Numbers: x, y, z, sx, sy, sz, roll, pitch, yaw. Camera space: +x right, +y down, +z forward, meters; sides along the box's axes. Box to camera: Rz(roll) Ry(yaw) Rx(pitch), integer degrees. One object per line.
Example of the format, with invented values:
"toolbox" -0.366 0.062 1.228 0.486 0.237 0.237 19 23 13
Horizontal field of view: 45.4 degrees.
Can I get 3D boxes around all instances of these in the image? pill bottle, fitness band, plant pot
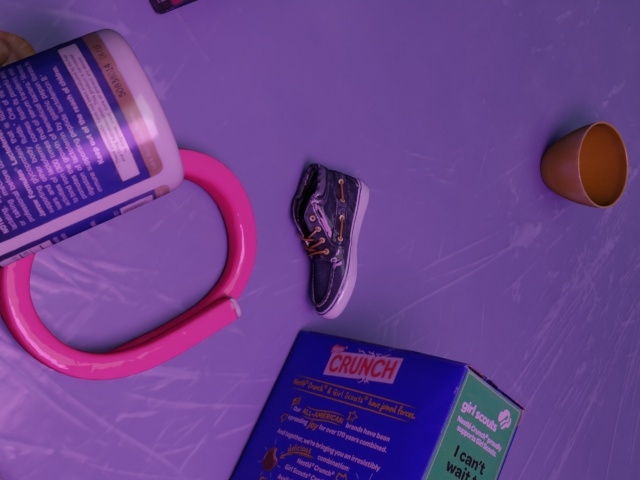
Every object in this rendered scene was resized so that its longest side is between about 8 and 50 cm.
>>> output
"pill bottle" -0.264 -0.062 0.645 0.264 0.153 0.153 -26 107 -14
"fitness band" -0.188 0.022 0.797 0.291 0.054 0.209 -28 107 -34
"plant pot" 0.410 -0.117 1.218 0.134 0.095 0.134 -1 91 -36

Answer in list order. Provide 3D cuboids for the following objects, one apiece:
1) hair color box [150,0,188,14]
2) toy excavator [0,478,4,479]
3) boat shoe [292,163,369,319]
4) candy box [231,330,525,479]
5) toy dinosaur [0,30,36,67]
"hair color box" -0.073 -0.338 0.694 0.105 0.347 0.174 -35 110 -31
"toy excavator" -0.244 0.358 0.674 0.433 0.222 0.445 7 59 -48
"boat shoe" 0.000 0.000 0.936 0.083 0.065 0.183 20 73 -33
"candy box" 0.032 0.275 0.830 0.122 0.268 0.317 38 69 -35
"toy dinosaur" -0.307 -0.169 0.717 0.183 0.053 0.092 60 44 -30
